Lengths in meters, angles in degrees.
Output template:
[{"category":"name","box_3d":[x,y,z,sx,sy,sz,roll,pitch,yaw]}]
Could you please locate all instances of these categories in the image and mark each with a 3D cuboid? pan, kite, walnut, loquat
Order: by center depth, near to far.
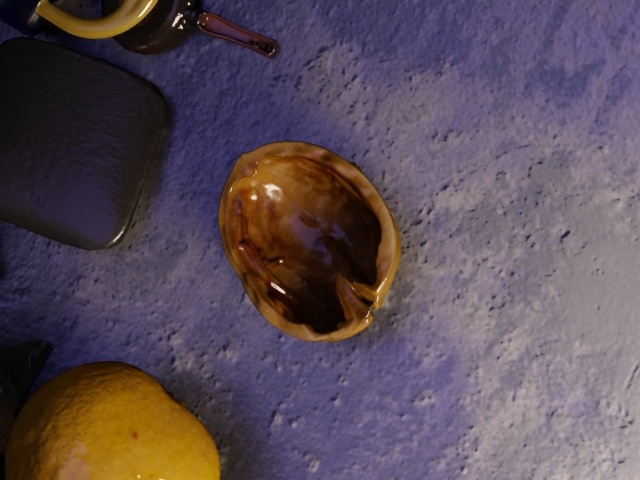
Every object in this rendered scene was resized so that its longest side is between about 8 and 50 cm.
[{"category":"loquat","box_3d":[-0.199,0.219,1.420,0.208,0.208,0.208,-2,83,19]},{"category":"walnut","box_3d":[0.000,-0.001,1.438,0.167,0.087,0.211,-42,70,17]},{"category":"pan","box_3d":[-0.142,-0.235,1.542,0.212,0.040,0.115,25,97,21]},{"category":"kite","box_3d":[-0.391,0.126,1.600,0.229,0.012,0.250,-9,79,17]}]

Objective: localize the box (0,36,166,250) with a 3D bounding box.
[{"category":"box","box_3d":[-0.275,-0.102,1.556,0.212,0.042,0.201,17,82,12]}]

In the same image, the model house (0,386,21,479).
[{"category":"model house","box_3d":[-0.428,0.179,1.437,0.267,0.194,0.325,19,123,21]}]

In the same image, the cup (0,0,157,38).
[{"category":"cup","box_3d":[-0.272,-0.343,1.553,0.255,0.178,0.256,33,93,-14]}]
